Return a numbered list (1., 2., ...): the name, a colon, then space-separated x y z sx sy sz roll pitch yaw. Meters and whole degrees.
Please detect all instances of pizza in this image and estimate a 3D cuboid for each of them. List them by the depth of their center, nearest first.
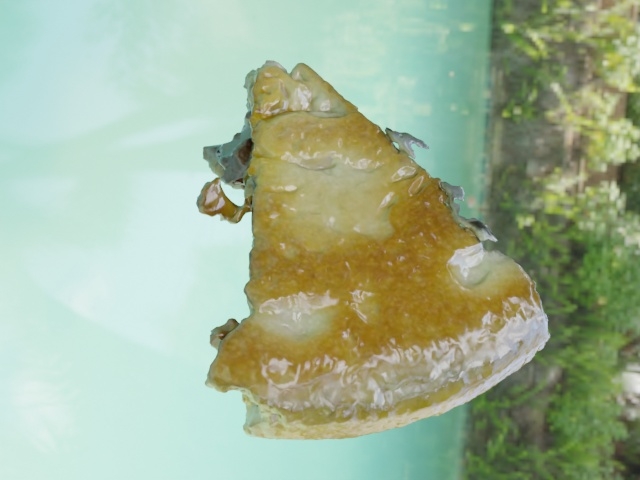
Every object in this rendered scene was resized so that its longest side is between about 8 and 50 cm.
1. pizza: 0.001 0.000 0.517 0.069 0.154 0.193 100 -29 -59
